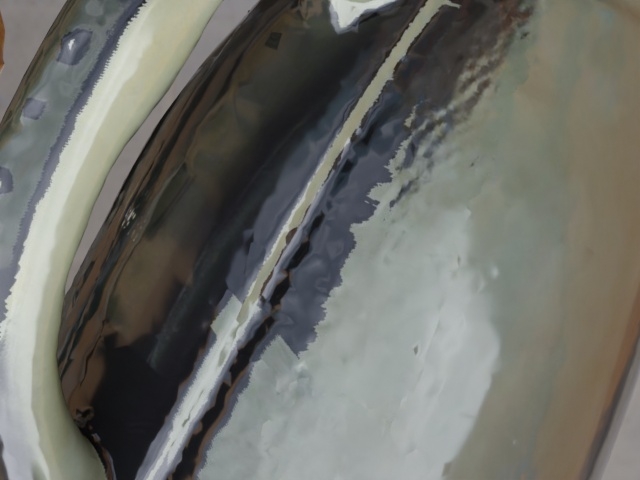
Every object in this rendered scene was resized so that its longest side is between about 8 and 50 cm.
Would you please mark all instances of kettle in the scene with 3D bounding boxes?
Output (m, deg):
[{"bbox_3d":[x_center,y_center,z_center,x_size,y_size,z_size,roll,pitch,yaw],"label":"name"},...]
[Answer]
[{"bbox_3d":[0.000,0.000,0.720,0.321,0.324,0.228,20,-175,-46],"label":"kettle"}]

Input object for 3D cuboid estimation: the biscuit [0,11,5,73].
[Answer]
[{"bbox_3d":[-0.334,-0.184,1.473,0.040,0.309,0.204,-33,114,25],"label":"biscuit"}]
